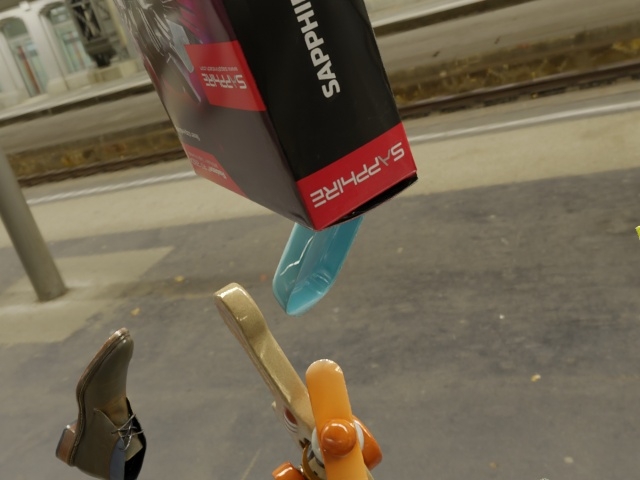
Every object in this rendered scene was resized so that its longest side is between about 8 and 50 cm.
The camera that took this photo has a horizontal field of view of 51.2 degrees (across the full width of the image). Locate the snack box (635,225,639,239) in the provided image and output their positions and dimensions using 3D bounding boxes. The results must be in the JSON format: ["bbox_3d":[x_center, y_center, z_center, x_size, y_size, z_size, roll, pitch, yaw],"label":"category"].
[{"bbox_3d":[0.445,0.035,0.664,0.070,0.175,0.207,-1,-17,-30],"label":"snack box"}]

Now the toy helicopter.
[{"bbox_3d":[-0.029,0.211,0.851,0.140,0.355,0.235,-33,6,-17],"label":"toy helicopter"}]

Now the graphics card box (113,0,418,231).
[{"bbox_3d":[-0.083,-0.200,0.435,0.094,0.371,0.232,-30,27,-19],"label":"graphics card box"}]

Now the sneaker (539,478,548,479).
[{"bbox_3d":[0.234,0.300,0.663,0.076,0.065,0.166,-39,24,6],"label":"sneaker"}]

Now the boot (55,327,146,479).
[{"bbox_3d":[-0.251,0.217,0.844,0.106,0.219,0.082,30,24,11],"label":"boot"}]

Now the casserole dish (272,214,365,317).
[{"bbox_3d":[0.000,0.000,0.740,0.037,0.189,0.114,32,26,21],"label":"casserole dish"}]
